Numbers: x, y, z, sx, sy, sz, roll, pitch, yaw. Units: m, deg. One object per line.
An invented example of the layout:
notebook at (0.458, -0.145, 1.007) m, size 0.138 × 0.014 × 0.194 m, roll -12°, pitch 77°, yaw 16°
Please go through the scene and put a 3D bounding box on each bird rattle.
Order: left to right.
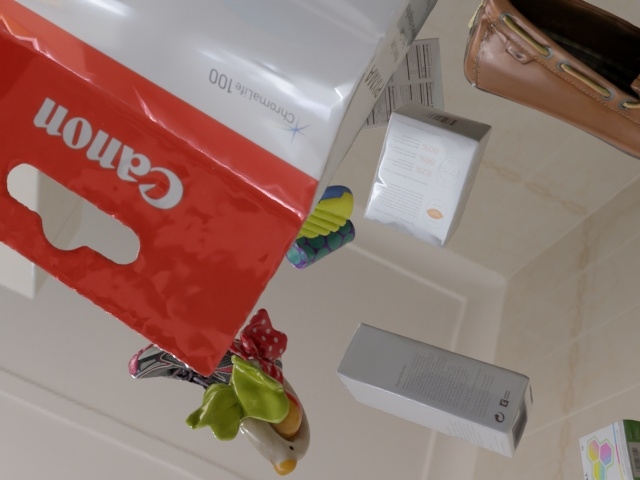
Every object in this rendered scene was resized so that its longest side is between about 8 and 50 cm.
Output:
bird rattle at (-0.091, 0.236, 1.095) m, size 0.143 × 0.253 × 0.207 m, roll -32°, pitch -82°, yaw 7°

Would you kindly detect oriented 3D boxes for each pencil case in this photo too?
pencil case at (0.000, 0.000, 1.537) m, size 0.152 × 0.064 × 0.070 m, roll -28°, pitch -98°, yaw -35°

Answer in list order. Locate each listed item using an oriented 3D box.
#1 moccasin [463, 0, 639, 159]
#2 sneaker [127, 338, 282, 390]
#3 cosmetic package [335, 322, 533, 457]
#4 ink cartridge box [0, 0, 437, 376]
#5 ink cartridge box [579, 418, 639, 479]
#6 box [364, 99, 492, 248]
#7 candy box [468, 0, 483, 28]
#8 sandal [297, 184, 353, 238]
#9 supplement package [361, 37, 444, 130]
moccasin at (0.347, -0.181, 0.780) m, size 0.380 × 0.147 × 0.139 m, roll 27°, pitch -122°, yaw 8°
sneaker at (-0.191, 0.230, 1.305) m, size 0.299 × 0.121 × 0.112 m, roll 9°, pitch -117°, yaw -33°
cosmetic package at (0.149, 0.192, 0.956) m, size 0.231 × 0.117 × 0.085 m, roll 17°, pitch -114°, yaw 25°
ink cartridge box at (-0.111, -0.147, 0.482) m, size 0.308 × 0.091 × 0.385 m, roll 31°, pitch -87°, yaw 10°
ink cartridge box at (0.532, 0.407, 1.352) m, size 0.062 × 0.209 × 0.108 m, roll 7°, pitch -118°, yaw -10°
box at (0.154, -0.097, 1.066) m, size 0.130 × 0.170 × 0.091 m, roll 23°, pitch -151°, yaw 15°
candy box at (0.420, -0.320, 1.229) m, size 0.317 × 0.087 × 0.183 m, roll -1°, pitch -134°, yaw -36°
sandal at (-0.079, -0.069, 1.463) m, size 0.126 × 0.318 × 0.138 m, roll 36°, pitch -130°, yaw -52°
supplement package at (0.135, -0.379, 1.805) m, size 0.263 × 0.199 × 0.198 m, roll -11°, pitch -77°, yaw -21°
